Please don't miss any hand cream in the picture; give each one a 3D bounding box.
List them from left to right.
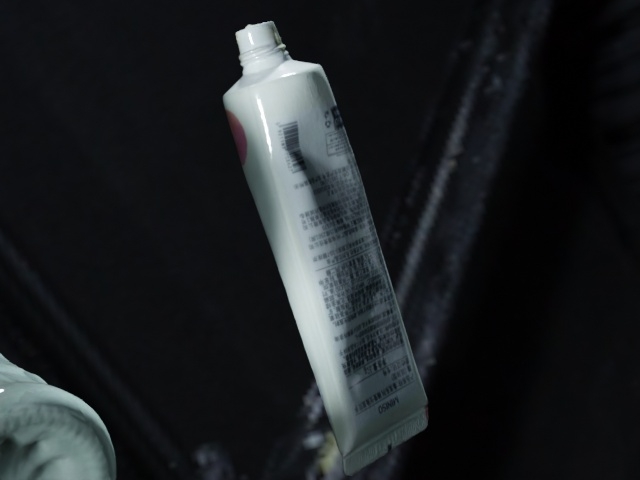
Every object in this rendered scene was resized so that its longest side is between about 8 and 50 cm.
[{"bbox_3d":[0.000,0.000,1.440,0.124,0.078,0.340,-24,-81,-53],"label":"hand cream"}]

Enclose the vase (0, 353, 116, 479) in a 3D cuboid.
[{"bbox_3d":[-0.218,0.056,0.872,0.143,0.299,0.143,-21,-56,-34],"label":"vase"}]
